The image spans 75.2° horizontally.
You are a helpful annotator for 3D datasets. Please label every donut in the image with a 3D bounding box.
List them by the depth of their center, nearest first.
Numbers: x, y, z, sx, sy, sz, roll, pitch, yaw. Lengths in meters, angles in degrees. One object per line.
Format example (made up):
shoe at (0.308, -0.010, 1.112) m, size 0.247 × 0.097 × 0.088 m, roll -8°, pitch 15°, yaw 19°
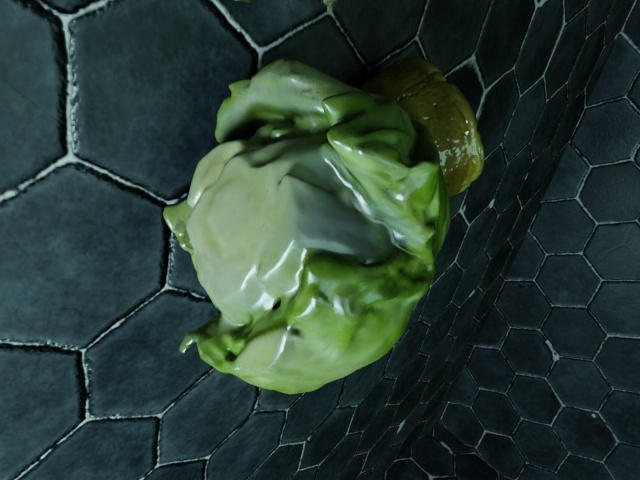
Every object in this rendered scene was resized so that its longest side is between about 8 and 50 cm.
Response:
donut at (0.167, -0.191, 0.739) m, size 0.128 × 0.262 × 0.208 m, roll -30°, pitch 165°, yaw -16°

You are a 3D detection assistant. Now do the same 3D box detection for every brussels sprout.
brussels sprout at (0.005, -0.003, 0.624) m, size 0.361 × 0.342 × 0.426 m, roll 6°, pitch 114°, yaw -54°

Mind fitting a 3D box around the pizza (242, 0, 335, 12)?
pizza at (-0.061, -0.376, 0.502) m, size 0.197 × 0.058 × 0.292 m, roll -53°, pitch 144°, yaw -3°
